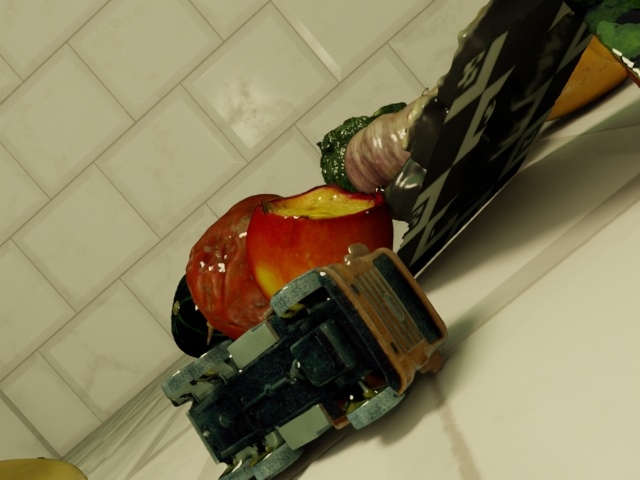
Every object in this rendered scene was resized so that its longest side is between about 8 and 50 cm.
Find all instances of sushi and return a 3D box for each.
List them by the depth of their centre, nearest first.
[{"bbox_3d":[0.136,-0.126,0.608,0.296,0.100,0.373,-41,-20,-24],"label":"sushi"}]

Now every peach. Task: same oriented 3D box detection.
[{"bbox_3d":[0.000,0.000,0.793,0.226,0.189,0.196,117,174,-55],"label":"peach"}]

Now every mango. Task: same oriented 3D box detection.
[{"bbox_3d":[0.326,-0.237,0.863,0.187,0.138,0.257,-46,3,-18],"label":"mango"}]

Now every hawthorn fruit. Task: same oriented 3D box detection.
[{"bbox_3d":[-0.097,0.049,1.041,0.261,0.258,0.258,-13,2,-3],"label":"hawthorn fruit"}]

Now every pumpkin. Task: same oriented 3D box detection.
[{"bbox_3d":[-0.267,0.191,1.609,0.248,0.248,0.248,-40,3,2],"label":"pumpkin"}]

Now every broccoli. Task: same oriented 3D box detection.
[{"bbox_3d":[0.130,-0.199,1.528,0.321,0.304,0.283,-21,36,-21],"label":"broccoli"}]

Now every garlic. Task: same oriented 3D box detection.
[{"bbox_3d":[0.162,-0.106,0.851,0.244,0.161,0.245,-21,-18,-7],"label":"garlic"}]

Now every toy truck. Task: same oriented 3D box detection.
[{"bbox_3d":[-0.015,0.102,0.487,0.256,0.108,0.140,-42,-12,37],"label":"toy truck"}]

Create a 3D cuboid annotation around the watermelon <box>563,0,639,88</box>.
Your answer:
[{"bbox_3d":[0.246,-0.116,0.368,0.193,0.137,0.145,6,20,19],"label":"watermelon"}]

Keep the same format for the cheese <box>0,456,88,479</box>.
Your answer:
[{"bbox_3d":[-0.401,0.347,0.702,0.316,0.259,0.128,-18,-61,-69],"label":"cheese"}]
